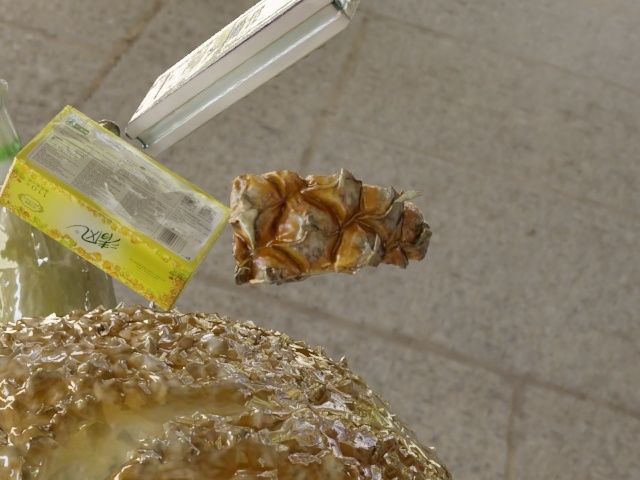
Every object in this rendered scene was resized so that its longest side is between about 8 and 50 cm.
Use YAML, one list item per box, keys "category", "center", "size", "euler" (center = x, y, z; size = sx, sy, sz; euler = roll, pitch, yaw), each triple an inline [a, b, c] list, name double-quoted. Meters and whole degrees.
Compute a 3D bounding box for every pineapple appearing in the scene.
- category: "pineapple"
  center: [0.000, 0.000, 0.770]
  size: [0.137, 0.116, 0.069]
  euler: [4, 78, -24]

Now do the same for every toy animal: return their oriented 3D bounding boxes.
- category: "toy animal"
  center: [-0.292, 0.006, 1.276]
  size: [0.181, 0.363, 0.180]
  euler: [-8, 8, -26]

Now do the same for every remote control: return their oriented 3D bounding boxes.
- category: "remote control"
  center: [-0.075, -0.184, 1.225]
  size: [0.055, 0.277, 0.103]
  euler: [47, 33, -20]

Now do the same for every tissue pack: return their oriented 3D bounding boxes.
- category: "tissue pack"
  center: [-0.175, -0.028, 1.052]
  size: [0.176, 0.062, 0.095]
  euler: [32, 40, -3]

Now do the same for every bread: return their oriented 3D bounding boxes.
- category: "bread"
  center: [-0.081, 0.150, 0.425]
  size: [0.305, 0.159, 0.305]
  euler: [-1, 59, 1]
